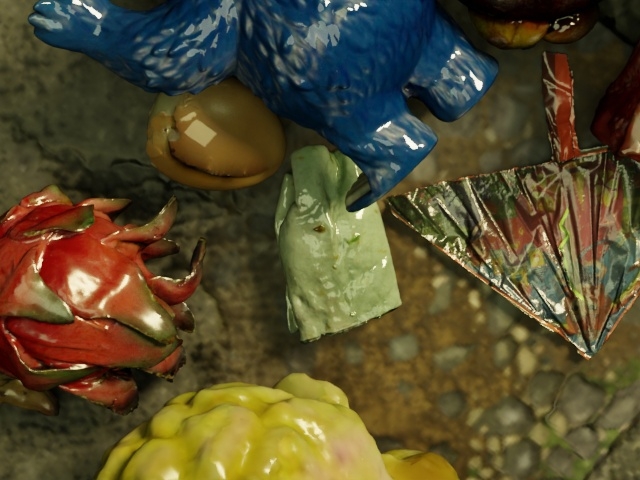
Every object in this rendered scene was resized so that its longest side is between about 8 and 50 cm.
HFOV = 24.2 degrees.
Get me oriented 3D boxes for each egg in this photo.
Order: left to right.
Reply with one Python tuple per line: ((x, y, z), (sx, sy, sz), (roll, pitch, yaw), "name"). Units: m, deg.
((-0.061, -0.063, 0.883), (0.083, 0.071, 0.071), (19, 102, -9), "egg")

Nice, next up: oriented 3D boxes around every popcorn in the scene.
((-0.030, 0.205, 0.863), (0.212, 0.259, 0.259), (-36, 95, 36), "popcorn")

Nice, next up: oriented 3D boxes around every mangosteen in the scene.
((0.120, -0.164, 0.826), (0.140, 0.140, 0.140), (1, 100, 6), "mangosteen")

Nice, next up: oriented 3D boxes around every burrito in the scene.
((0.004, 0.000, 0.902), (0.074, 0.044, 0.118), (-11, 102, 12), "burrito")

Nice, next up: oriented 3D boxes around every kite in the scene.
((0.157, -0.021, 0.897), (0.232, 0.009, 0.189), (-9, 98, 6), "kite")

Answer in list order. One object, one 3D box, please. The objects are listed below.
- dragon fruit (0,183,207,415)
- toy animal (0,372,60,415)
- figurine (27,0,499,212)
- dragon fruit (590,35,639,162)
((-0.146, 0.034, 0.892), (0.142, 0.130, 0.121), (8, 68, 6), "dragon fruit")
((-0.275, 0.174, 0.957), (0.149, 0.054, 0.275), (24, 101, -1), "toy animal")
((-0.021, -0.141, 0.820), (0.262, 0.121, 0.164), (30, 63, -10), "figurine")
((0.310, -0.129, 0.749), (0.286, 0.228, 0.329), (36, 98, -3), "dragon fruit")
